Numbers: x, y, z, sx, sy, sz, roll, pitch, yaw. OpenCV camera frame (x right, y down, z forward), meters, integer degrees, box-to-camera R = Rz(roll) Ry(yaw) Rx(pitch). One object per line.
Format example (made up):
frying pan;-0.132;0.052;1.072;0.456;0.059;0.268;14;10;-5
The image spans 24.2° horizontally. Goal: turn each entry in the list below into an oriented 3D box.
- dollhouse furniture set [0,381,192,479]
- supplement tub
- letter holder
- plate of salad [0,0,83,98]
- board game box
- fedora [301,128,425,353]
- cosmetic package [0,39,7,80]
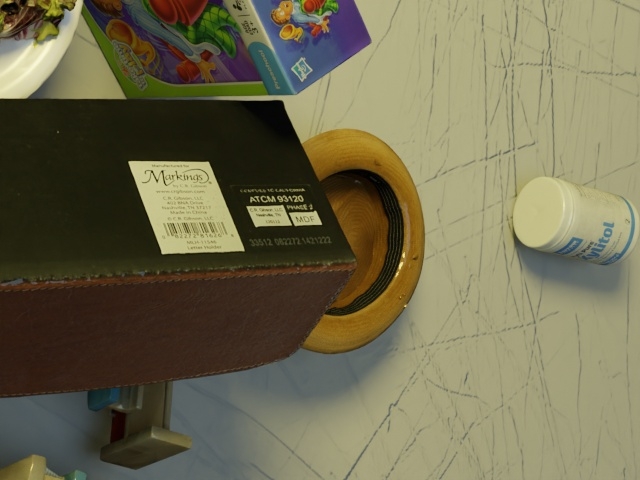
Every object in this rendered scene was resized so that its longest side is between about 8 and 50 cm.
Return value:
dollhouse furniture set;-0.186;0.162;1.106;0.129;0.129;0.184;23;56;-34
supplement tub;0.242;-0.017;1.409;0.107;0.071;0.071;11;88;-36
letter holder;-0.168;0.029;1.010;0.302;0.214;0.152;-2;52;-33
plate of salad;-0.238;-0.176;0.967;0.200;0.048;0.200;-4;96;-36
board game box;-0.128;-0.266;1.024;0.078;0.233;0.347;-38;114;-27
fedora;0.000;0.000;1.232;0.194;0.079;0.194;-1;91;-41
cosmetic package;-0.320;-0.182;0.987;0.231;0.085;0.117;10;88;-35
